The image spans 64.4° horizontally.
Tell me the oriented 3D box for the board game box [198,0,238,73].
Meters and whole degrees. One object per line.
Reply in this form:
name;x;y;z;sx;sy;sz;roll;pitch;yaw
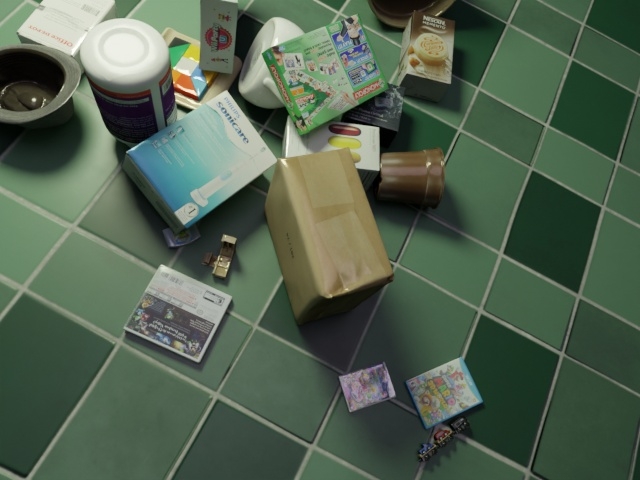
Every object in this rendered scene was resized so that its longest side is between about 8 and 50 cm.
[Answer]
board game box;-0.269;-0.642;1.374;0.098;0.224;0.303;5;58;-11

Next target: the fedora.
fedora;-0.714;-0.360;1.258;0.276;0.124;0.243;13;65;3

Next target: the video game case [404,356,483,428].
video game case;0.302;0.372;1.247;0.166;0.015;0.119;-18;74;-17

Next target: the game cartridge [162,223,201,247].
game cartridge;-0.343;-0.013;1.262;0.083;0.017;0.055;-20;79;-18

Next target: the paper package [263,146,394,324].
paper package;0.000;0.000;1.166;0.168;0.309;0.324;-13;73;-18

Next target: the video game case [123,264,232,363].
video game case;-0.330;0.170;1.193;0.191;0.022;0.173;25;66;-2

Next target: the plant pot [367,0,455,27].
plant pot;0.263;-0.882;1.581;0.324;0.323;0.280;-5;54;-13

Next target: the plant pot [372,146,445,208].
plant pot;0.231;-0.170;1.367;0.165;0.167;0.166;2;69;-3

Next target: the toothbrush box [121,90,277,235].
toothbrush box;-0.289;-0.188;1.237;0.295;0.126;0.216;-42;102;-25

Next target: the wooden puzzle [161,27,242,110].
wooden puzzle;-0.368;-0.475;1.416;0.239;0.044;0.220;25;67;-2

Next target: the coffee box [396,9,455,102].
coffee box;0.322;-0.564;1.558;0.141;0.098;0.246;12;68;-7

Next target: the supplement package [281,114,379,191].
supplement package;0.023;-0.227;1.352;0.244;0.134;0.138;5;69;-10

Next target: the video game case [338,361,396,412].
video game case;0.112;0.350;1.219;0.122;0.011;0.087;-13;73;-16

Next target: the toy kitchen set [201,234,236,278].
toy kitchen set;-0.249;0.036;1.229;0.068;0.075;0.083;17;63;-4

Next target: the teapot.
teapot;-0.093;-0.455;1.376;0.187;0.253;0.255;22;84;-28

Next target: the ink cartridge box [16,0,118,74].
ink cartridge box;-0.670;-0.570;1.365;0.159;0.092;0.217;23;65;-2

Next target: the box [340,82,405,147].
box;0.147;-0.371;1.454;0.156;0.093;0.158;14;66;-6

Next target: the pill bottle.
pill bottle;-0.437;-0.345;1.201;0.182;0.323;0.181;4;69;-10

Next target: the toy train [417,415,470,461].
toy train;0.288;0.467;1.202;0.158;0.027;0.036;-30;75;-20

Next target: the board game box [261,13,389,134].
board game box;0.024;-0.428;1.295;0.317;0.046;0.213;-35;108;-33
